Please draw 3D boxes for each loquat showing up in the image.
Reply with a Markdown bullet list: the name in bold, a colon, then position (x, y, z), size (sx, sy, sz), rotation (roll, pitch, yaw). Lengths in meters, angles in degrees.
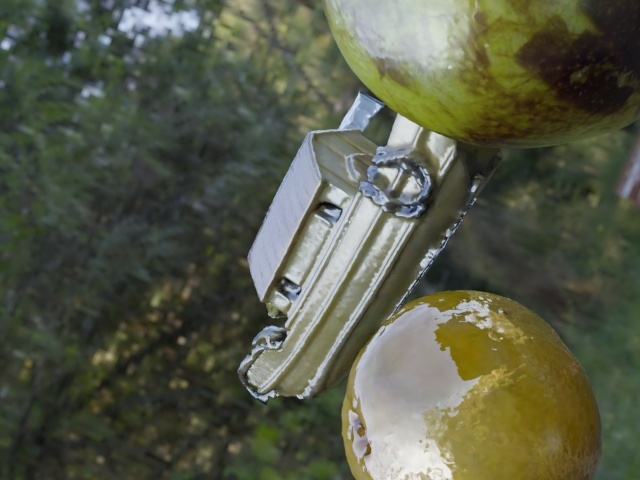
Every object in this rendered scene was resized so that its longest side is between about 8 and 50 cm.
- **loquat**: position (0.118, 0.142, 1.249), size (0.208, 0.208, 0.208), rotation (23, -90, -80)

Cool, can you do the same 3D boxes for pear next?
- **pear**: position (0.142, -0.190, 1.125), size (0.283, 0.284, 0.283), rotation (23, -90, -80)

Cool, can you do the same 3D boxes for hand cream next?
- **hand cream**: position (0.037, -0.125, 1.672), size (0.093, 0.030, 0.019), rotation (-53, 12, 50)

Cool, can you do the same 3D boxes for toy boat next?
- **toy boat**: position (0.035, -0.016, 1.497), size (0.136, 0.162, 0.445), rotation (-48, -8, -44)

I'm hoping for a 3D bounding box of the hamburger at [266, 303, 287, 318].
- **hamburger**: position (0.000, 0.000, 2.005), size (0.183, 0.130, 0.206), rotation (-52, 0, 30)
